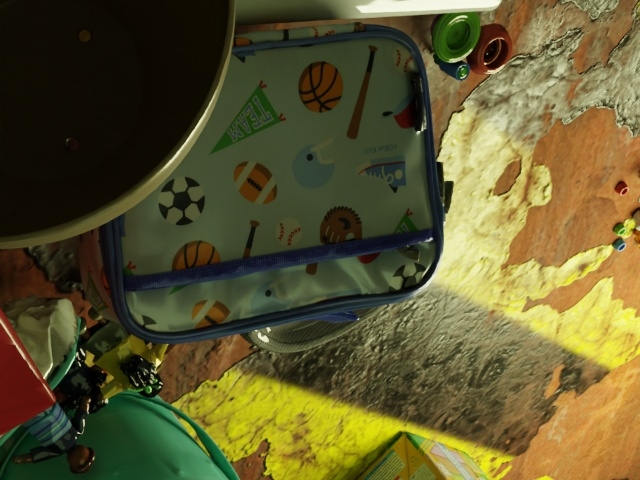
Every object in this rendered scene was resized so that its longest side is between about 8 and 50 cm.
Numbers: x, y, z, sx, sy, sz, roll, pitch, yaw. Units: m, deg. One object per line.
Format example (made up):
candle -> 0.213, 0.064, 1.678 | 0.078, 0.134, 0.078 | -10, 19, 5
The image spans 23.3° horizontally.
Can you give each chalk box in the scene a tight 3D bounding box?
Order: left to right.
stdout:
chalk box -> 0.147, 0.338, 1.909 | 0.132, 0.132, 0.213 | -47, 146, 10

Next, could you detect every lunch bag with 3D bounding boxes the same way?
lunch bag -> -0.041, -0.042, 1.216 | 0.303, 0.115, 0.243 | -8, 98, -25

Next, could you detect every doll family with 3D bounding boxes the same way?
doll family -> -0.196, 0.120, 1.353 | 0.193, 0.076, 0.111 | -37, 120, 0

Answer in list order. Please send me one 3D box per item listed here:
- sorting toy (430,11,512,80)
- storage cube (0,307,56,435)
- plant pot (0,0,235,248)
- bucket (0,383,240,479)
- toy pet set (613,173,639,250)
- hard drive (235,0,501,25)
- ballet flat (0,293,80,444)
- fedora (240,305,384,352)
sorting toy -> 0.125, -0.177, 1.388 | 0.102, 0.042, 0.061 | 19, 103, -43
storage cube -> -0.324, 0.054, 1.080 | 0.184, 0.215, 0.193 | -33, 152, -11
plant pot -> -0.190, -0.122, 0.985 | 0.284, 0.284, 0.191 | -36, 172, -5
bucket -> -0.203, 0.280, 1.468 | 0.281, 0.183, 0.281 | -26, 144, -21
toy pet set -> 0.401, -0.032, 1.784 | 0.114, 0.065, 0.122 | -31, 145, -12
hard drive -> 0.048, -0.267, 1.207 | 0.319, 0.040, 0.210 | -10, 136, -36
ballet flat -> -0.370, 0.178, 1.250 | 0.409, 0.147, 0.147 | -45, 145, 8
fedora -> 0.000, 0.000, 1.391 | 0.275, 0.124, 0.243 | -35, 146, -6
